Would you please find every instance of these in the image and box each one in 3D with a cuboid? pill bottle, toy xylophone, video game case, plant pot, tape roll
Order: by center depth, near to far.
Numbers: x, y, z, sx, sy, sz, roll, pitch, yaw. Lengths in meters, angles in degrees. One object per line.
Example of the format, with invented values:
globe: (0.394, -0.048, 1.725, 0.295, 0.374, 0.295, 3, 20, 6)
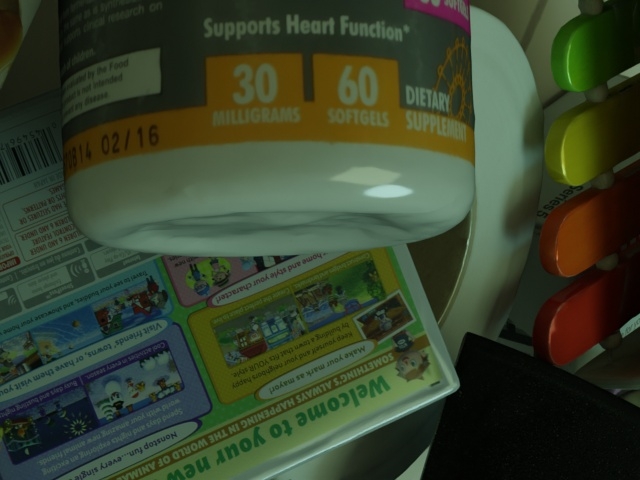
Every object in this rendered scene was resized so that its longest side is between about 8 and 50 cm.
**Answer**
pill bottle: (-0.024, -0.138, 0.742, 0.162, 0.162, 0.278, 8, 77, -56)
video game case: (-0.065, 0.019, 0.816, 0.212, 0.023, 0.193, -23, 96, -18)
tape roll: (0.000, 0.000, 0.983, 0.286, 0.100, 0.286, -32, 134, -41)
plant pot: (0.139, 0.183, 1.016, 0.187, 0.167, 0.188, 74, 30, -64)
toy xylophone: (0.212, -0.070, 1.068, 0.236, 0.081, 0.323, -19, 114, -45)

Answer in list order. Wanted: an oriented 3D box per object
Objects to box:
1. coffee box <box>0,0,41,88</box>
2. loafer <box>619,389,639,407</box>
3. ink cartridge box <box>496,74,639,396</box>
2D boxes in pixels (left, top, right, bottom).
coffee box: (-0.212, -0.029, 0.665, 0.141, 0.098, 0.246, 28, 86, -56)
loafer: (0.203, 0.116, 1.147, 0.056, 0.050, 0.148, -37, 166, 31)
ink cartridge box: (0.175, 0.052, 1.246, 0.198, 0.114, 0.273, -35, 135, -39)
